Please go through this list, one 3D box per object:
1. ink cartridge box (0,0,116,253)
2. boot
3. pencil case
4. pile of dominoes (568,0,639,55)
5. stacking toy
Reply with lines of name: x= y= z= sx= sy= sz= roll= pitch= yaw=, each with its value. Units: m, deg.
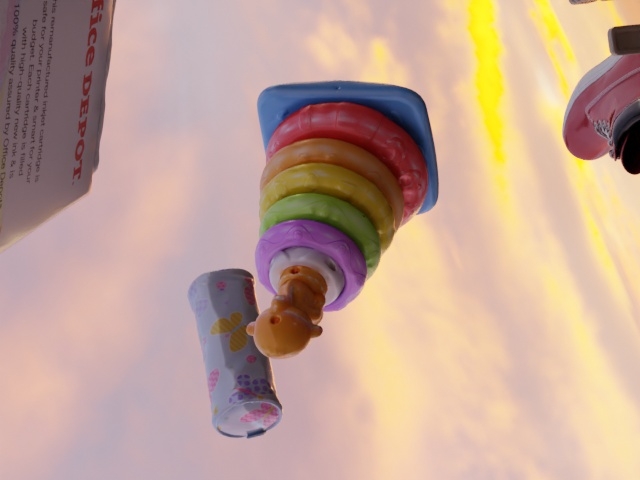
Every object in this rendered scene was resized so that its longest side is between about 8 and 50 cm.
ink cartridge box: x=-0.231 y=-0.087 z=0.753 sx=0.278 sy=0.117 sz=0.201 roll=-48 pitch=-27 yaw=-62
boot: x=0.339 y=-0.123 z=1.537 sx=0.088 sy=0.244 sz=0.176 roll=22 pitch=-122 yaw=-6
pencil case: x=-0.136 y=0.176 z=2.101 sx=0.124 sy=0.114 sz=0.273 roll=95 pitch=164 yaw=-51
pile of dominoes: x=0.363 y=-0.293 z=1.373 sx=0.040 sy=0.251 sz=0.196 roll=-3 pitch=95 yaw=64
stacking toy: x=0.000 y=0.000 z=1.229 sx=0.302 sy=0.175 sz=0.165 roll=-71 pitch=-23 yaw=-45
